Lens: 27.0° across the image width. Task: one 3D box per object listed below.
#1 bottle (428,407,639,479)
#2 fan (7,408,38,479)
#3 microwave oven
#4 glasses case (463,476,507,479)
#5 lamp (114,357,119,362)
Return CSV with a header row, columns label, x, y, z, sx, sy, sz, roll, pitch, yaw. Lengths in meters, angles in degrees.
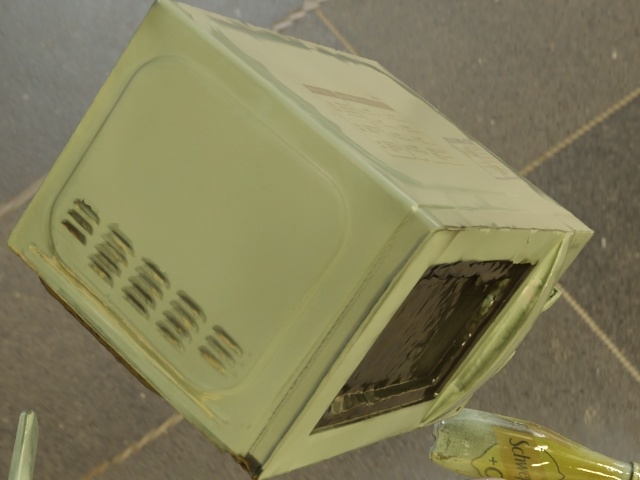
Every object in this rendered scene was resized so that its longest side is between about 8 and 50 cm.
label,x,y,z,sx,sy,sz,roll,pitch,yaw
bottle,0.270,0.265,1.630,0.270,0.083,0.083,11,67,2
fan,-0.284,0.284,1.207,0.023,0.057,0.282,4,56,-2
microwave oven,0.000,0.000,0.560,0.162,0.208,0.122,40,106,20
glasses case,0.037,0.299,1.197,0.314,0.122,0.075,-24,60,-5
lamp,-0.111,0.011,1.271,0.172,0.147,0.227,13,94,43
